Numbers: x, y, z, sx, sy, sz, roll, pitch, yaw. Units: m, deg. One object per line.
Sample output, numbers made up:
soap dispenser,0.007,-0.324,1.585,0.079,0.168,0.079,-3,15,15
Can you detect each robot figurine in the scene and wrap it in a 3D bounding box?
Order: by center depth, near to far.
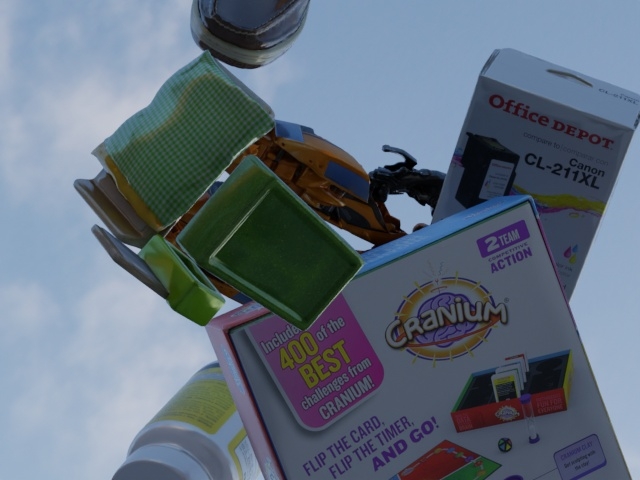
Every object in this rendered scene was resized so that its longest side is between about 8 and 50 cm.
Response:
robot figurine,0.000,0.000,1.377,0.291,0.085,0.211,26,-62,-19

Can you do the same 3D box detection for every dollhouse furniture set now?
dollhouse furniture set,-0.050,-0.025,0.554,0.076,0.152,0.058,-48,-48,3

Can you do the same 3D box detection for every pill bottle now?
pill bottle,-0.118,0.210,1.526,0.119,0.208,0.119,8,-67,19

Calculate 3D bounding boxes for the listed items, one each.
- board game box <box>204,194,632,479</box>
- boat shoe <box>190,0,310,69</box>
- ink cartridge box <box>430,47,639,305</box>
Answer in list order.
board game box,0.088,0.157,1.083,0.242,0.064,0.316,-22,-83,-17
boat shoe,-0.039,-0.240,1.301,0.095,0.257,0.095,23,-52,0
ink cartridge box,0.163,-0.045,1.212,0.127,0.072,0.175,21,-61,10
